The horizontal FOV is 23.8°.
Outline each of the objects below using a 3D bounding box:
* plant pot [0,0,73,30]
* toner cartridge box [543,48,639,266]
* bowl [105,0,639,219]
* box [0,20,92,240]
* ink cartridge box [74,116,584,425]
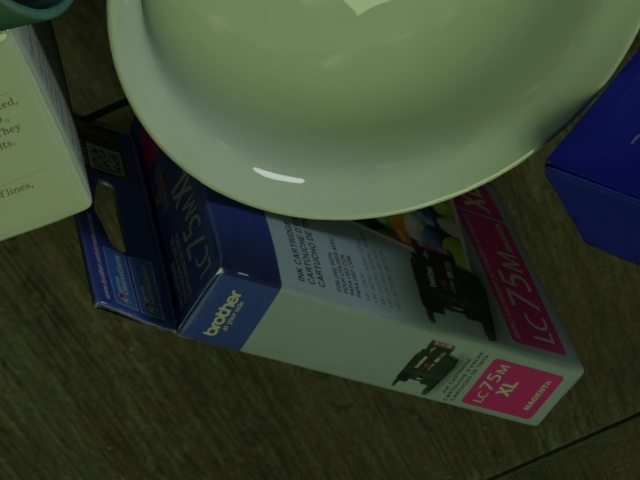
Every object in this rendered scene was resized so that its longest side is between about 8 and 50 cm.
[{"bbox_3d":[-0.265,-0.190,0.613,0.235,0.293,0.293,-19,133,10],"label":"plant pot"},{"bbox_3d":[0.297,-0.120,0.841,0.348,0.165,0.075,-48,133,-14],"label":"toner cartridge box"},{"bbox_3d":[0.023,-0.165,0.823,0.298,0.134,0.298,-10,130,-12],"label":"bowl"},{"bbox_3d":[-0.229,-0.081,0.774,0.182,0.181,0.119,-19,132,-2],"label":"box"},{"bbox_3d":[0.000,0.000,0.918,0.311,0.186,0.065,15,125,-28],"label":"ink cartridge box"}]
